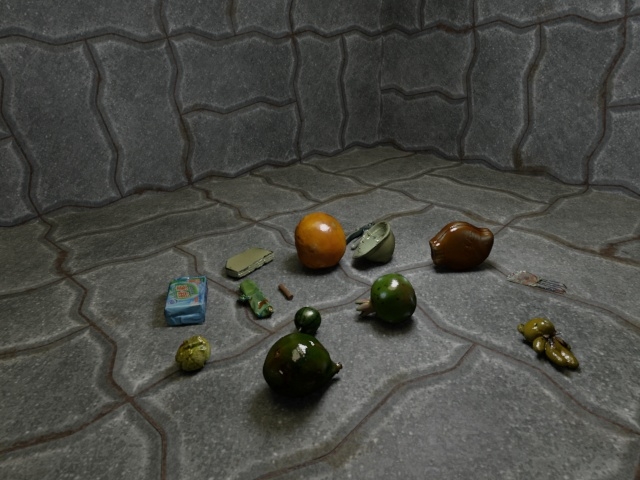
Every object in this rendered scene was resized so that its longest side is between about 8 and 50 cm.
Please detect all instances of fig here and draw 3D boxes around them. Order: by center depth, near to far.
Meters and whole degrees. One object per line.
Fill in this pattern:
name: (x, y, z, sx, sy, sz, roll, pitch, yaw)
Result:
fig: (-0.042, 0.378, 1.272, 0.245, 0.195, 0.195, 26, 13, -26)

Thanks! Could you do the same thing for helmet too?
helmet: (0.275, 0.037, 2.020, 0.204, 0.137, 0.257, -29, 20, 45)

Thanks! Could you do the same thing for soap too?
soap: (-0.534, 0.231, 1.728, 0.156, 0.077, 0.293, -7, 24, -11)

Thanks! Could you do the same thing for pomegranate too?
pomegranate: (0.240, 0.221, 1.586, 0.225, 0.187, 0.187, -23, 19, 18)

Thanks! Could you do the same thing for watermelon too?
watermelon: (-0.048, 0.286, 1.537, 0.109, 0.108, 0.109, -2, 24, 1)

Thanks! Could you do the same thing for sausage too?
sausage: (-0.146, 0.213, 1.797, 0.026, 0.026, 0.116, -14, 26, -25)

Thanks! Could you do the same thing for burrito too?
burrito: (-0.279, 0.233, 1.735, 0.104, 0.054, 0.288, -15, 29, -22)

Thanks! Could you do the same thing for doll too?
doll: (0.746, 0.322, 1.394, 0.137, 0.097, 0.209, -3, 29, -15)

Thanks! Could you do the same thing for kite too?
kite: (0.910, 0.170, 1.808, 0.229, 0.016, 0.127, 18, 34, 38)

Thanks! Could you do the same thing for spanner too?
spanner: (0.212, -0.032, 2.288, 0.096, 0.040, 0.325, 13, 30, 29)

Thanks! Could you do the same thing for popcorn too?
popcorn: (-0.414, 0.361, 1.398, 0.121, 0.106, 0.116, -22, 40, -37)

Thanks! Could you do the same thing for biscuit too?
biscuit: (-0.346, 0.102, 2.028, 0.150, 0.052, 0.252, 10, 25, 33)

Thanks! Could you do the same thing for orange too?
orange: (0.000, 0.000, 1.975, 0.261, 0.261, 0.261, -2, 24, 1)

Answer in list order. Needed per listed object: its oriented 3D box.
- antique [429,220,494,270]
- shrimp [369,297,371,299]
antique: (0.621, 0.020, 1.913, 0.278, 0.223, 0.129, -18, 23, 3)
shrimp: (0.266, 0.225, 1.722, 0.124, 0.034, 0.178, 11, 29, 21)
